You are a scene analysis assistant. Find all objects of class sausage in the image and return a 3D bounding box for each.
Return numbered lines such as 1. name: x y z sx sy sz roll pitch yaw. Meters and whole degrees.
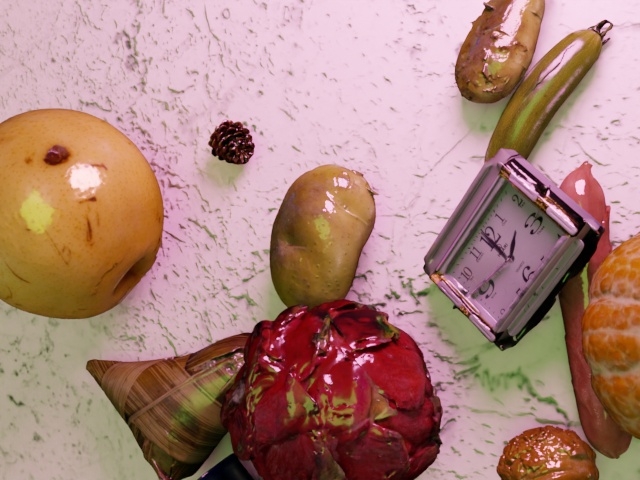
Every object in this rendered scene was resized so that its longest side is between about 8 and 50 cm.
1. sausage: 0.396 0.099 1.162 0.088 0.088 0.432 -6 87 19

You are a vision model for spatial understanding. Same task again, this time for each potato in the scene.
1. potato: 0.000 0.000 1.276 0.169 0.144 0.248 26 105 56
2. potato: 0.277 -0.311 1.204 0.117 0.090 0.225 27 91 40

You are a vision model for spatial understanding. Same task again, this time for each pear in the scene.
1. pear: -0.427 -0.041 1.325 0.349 0.348 0.348 0 89 19

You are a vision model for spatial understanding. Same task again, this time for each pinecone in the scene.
1. pinecone: -0.150 -0.166 1.363 0.077 0.077 0.083 -65 31 7

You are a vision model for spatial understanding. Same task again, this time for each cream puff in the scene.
1. cream puff: 0.329 0.323 1.160 0.144 0.126 0.103 -16 69 13

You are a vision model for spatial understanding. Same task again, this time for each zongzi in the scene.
1. zongzi: -0.251 0.224 1.371 0.288 0.134 0.286 43 96 23

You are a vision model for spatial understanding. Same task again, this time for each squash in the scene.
1. squash: 0.327 -0.204 1.197 0.080 0.071 0.318 33 100 9

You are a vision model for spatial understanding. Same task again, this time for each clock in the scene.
1. clock: 0.274 0.016 1.161 0.186 0.083 0.253 49 127 29

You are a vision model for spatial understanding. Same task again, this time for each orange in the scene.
1. orange: 0.502 0.122 1.017 0.330 0.249 0.329 1 85 -16

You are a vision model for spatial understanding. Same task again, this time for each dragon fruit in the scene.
1. dragon fruit: 0.017 0.238 1.169 0.329 0.329 0.329 0 89 19

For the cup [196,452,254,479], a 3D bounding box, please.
1. cup: -0.153 0.517 1.261 0.256 0.255 0.178 48 135 14
